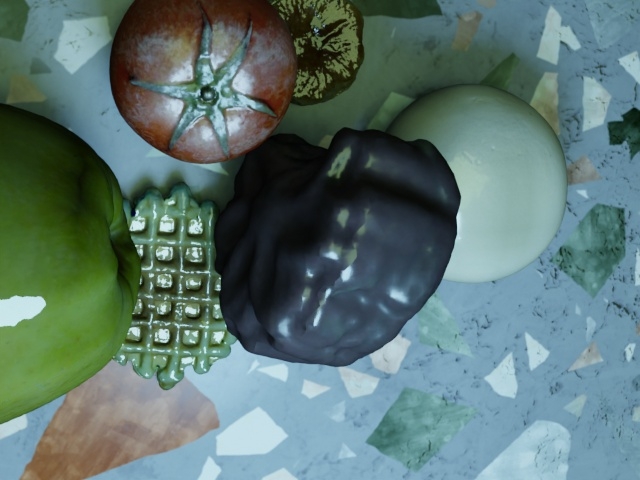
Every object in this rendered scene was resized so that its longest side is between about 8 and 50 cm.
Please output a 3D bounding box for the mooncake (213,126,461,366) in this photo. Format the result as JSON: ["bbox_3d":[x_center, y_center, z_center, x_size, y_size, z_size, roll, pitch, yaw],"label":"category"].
[{"bbox_3d":[0.000,0.000,1.323,0.212,0.381,0.350,18,74,-33],"label":"mooncake"}]

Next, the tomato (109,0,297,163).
[{"bbox_3d":[-0.166,-0.249,1.327,0.265,0.265,0.264,-3,102,-14],"label":"tomato"}]

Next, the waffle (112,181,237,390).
[{"bbox_3d":[-0.241,0.071,1.466,0.292,0.056,0.309,-45,109,-3],"label":"waffle"}]

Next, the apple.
[{"bbox_3d":[-0.462,0.027,1.196,0.474,0.473,0.473,-3,102,-14],"label":"apple"}]

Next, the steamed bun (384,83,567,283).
[{"bbox_3d":[0.241,-0.087,1.485,0.325,0.206,0.324,-3,103,-15],"label":"steamed bun"}]

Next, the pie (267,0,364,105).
[{"bbox_3d":[-0.015,-0.308,1.455,0.195,0.046,0.195,-3,102,-16],"label":"pie"}]
